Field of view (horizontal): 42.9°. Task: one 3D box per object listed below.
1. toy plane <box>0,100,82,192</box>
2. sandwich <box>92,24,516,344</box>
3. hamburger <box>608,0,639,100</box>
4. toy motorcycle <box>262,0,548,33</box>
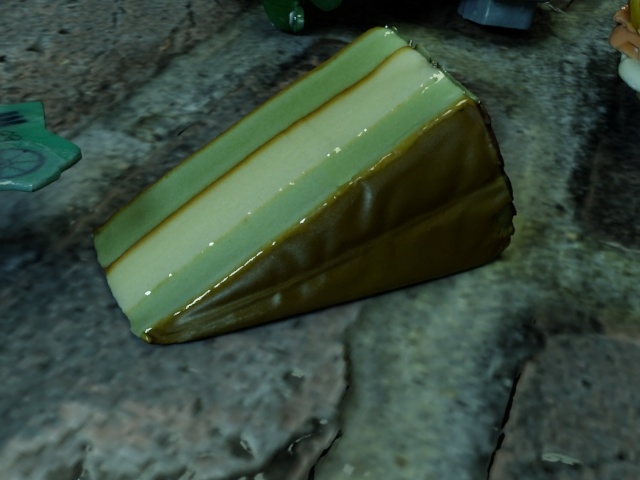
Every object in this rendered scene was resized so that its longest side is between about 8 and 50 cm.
[{"bbox_3d":[-0.270,-0.005,0.250,0.382,0.106,0.155,-9,29,-16],"label":"toy plane"},{"bbox_3d":[0.000,0.000,0.371,0.163,0.113,0.079,-37,50,-2],"label":"sandwich"},{"bbox_3d":[0.293,-0.112,0.486,0.237,0.147,0.236,16,39,-13],"label":"hamburger"},{"bbox_3d":[0.053,-0.212,0.579,0.275,0.124,0.187,1,29,-12],"label":"toy motorcycle"}]
